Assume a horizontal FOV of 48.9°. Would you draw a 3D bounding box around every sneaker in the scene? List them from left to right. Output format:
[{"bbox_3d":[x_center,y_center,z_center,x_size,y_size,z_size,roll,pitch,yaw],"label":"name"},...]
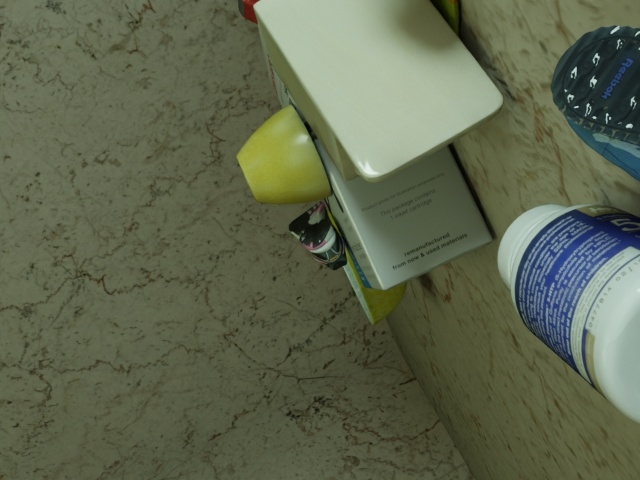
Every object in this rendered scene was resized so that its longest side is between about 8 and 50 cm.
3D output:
[{"bbox_3d":[0.000,0.000,1.116,0.077,0.072,0.178,54,-172,-20],"label":"sneaker"},{"bbox_3d":[0.205,-0.034,0.338,0.082,0.069,0.209,20,-156,-44],"label":"sneaker"}]

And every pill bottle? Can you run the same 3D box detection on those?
[{"bbox_3d":[0.197,0.036,0.482,0.187,0.111,0.112,-121,7,-71],"label":"pill bottle"}]

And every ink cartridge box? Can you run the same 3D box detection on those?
[{"bbox_3d":[0.066,-0.138,1.037,0.285,0.166,0.395,113,133,-87],"label":"ink cartridge box"}]

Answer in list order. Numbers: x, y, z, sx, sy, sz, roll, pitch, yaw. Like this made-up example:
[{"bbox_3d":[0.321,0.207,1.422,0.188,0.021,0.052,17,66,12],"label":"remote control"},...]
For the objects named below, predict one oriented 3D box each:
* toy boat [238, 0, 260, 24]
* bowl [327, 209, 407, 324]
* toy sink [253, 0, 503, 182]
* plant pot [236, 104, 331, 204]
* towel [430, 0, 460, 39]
[{"bbox_3d":[-0.088,-0.417,0.944,0.151,0.151,0.231,134,151,-82],"label":"toy boat"},{"bbox_3d":[0.129,0.034,1.633,0.289,0.156,0.290,155,90,-88],"label":"bowl"},{"bbox_3d":[0.059,-0.160,0.730,0.234,0.152,0.131,58,176,20],"label":"toy sink"},{"bbox_3d":[-0.056,-0.101,0.944,0.134,0.095,0.134,155,90,-86],"label":"plant pot"},{"bbox_3d":[0.110,-0.241,0.709,0.237,0.021,0.102,67,178,-56],"label":"towel"}]
